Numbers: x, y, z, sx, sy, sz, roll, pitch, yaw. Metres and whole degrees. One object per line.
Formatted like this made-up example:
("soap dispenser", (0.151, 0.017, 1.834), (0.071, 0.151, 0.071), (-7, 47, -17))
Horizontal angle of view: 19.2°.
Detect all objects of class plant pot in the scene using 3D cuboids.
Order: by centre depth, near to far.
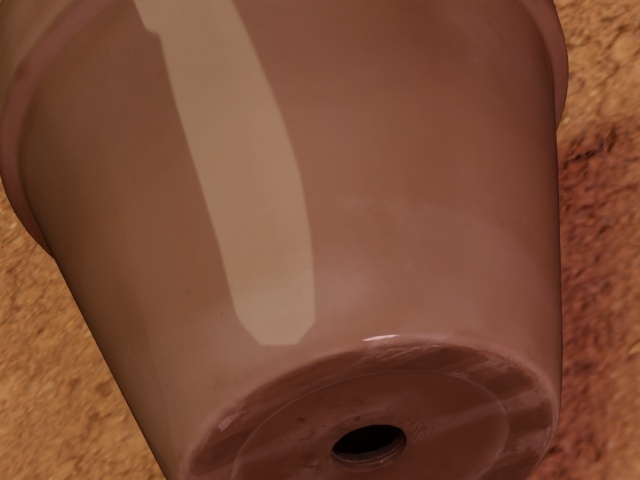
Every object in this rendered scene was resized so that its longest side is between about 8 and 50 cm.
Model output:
("plant pot", (0.000, 0.000, 0.990), (0.323, 0.323, 0.280), (-30, 49, 18))
